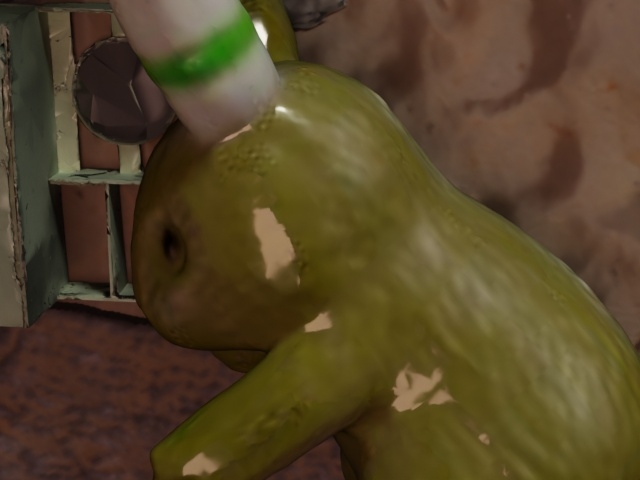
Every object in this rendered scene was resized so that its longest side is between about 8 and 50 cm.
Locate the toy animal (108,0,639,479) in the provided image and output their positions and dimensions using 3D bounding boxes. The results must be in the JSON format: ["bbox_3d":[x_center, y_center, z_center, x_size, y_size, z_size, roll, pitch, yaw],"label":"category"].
[{"bbox_3d":[-0.009,0.018,0.809,0.180,0.181,0.363,-43,99,8],"label":"toy animal"}]

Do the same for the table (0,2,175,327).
[{"bbox_3d":[-0.148,-0.037,0.869,0.175,0.062,0.146,2,108,11],"label":"table"}]
